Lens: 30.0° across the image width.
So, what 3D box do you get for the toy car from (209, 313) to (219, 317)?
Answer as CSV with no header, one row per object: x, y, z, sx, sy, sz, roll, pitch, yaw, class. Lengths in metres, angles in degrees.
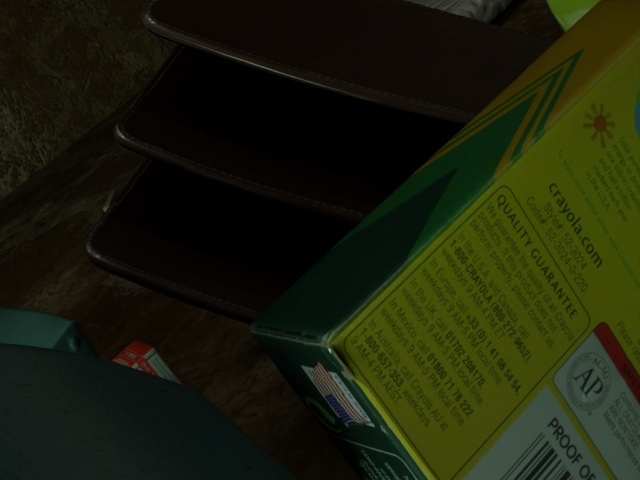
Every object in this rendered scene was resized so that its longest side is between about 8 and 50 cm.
-0.023,0.020,0.997,0.155,0.149,0.188,-32,3,-28,toy car

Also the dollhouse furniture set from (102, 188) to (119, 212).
-0.145,-0.052,1.382,0.151,0.123,0.144,-32,19,11,dollhouse furniture set

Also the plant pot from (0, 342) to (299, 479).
-0.134,0.185,0.546,0.252,0.248,0.247,-11,24,-32,plant pot

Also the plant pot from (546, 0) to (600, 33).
0.286,-0.155,0.741,0.227,0.228,0.207,-14,35,48,plant pot

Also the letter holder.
0.017,-0.052,0.791,0.301,0.152,0.214,16,38,6,letter holder

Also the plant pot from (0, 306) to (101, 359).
-0.312,0.163,1.103,0.234,0.165,0.166,-14,27,31,plant pot

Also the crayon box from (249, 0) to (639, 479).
0.145,0.018,0.588,0.318,0.202,0.081,-42,19,-21,crayon box

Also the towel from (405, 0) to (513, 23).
0.097,-0.249,1.553,0.332,0.053,0.317,-45,20,-28,towel

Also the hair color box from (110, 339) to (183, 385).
-0.174,0.169,0.942,0.167,0.093,0.053,-42,19,-17,hair color box
